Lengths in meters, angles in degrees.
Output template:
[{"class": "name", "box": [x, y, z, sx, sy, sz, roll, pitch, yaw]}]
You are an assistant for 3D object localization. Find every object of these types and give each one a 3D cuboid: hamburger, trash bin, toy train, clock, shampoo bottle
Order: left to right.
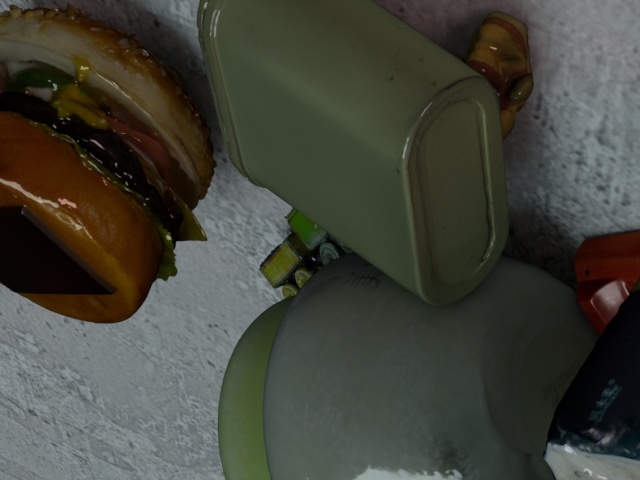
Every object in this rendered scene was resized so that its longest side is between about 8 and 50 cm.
[{"class": "hamburger", "box": [-0.236, -0.077, 1.542, 0.291, 0.225, 0.291, 24, 153, 13]}, {"class": "toy train", "box": [0.000, 0.000, 1.570, 0.081, 0.060, 0.202, 51, 148, 6]}, {"class": "trash bin", "box": [0.028, -0.091, 1.308, 0.247, 0.121, 0.243, 39, 154, 35]}, {"class": "shampoo bottle", "box": [0.095, 0.162, 1.449, 0.317, 0.322, 0.322, -7, 128, 38]}, {"class": "clock", "box": [0.296, 0.047, 1.360, 0.155, 0.061, 0.113, -11, 124, 47]}]

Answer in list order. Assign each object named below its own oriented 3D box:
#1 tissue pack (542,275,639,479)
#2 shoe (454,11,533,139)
[{"class": "tissue pack", "box": [0.348, 0.077, 1.015, 0.253, 0.416, 0.264, 2, 135, 42]}, {"class": "shoe", "box": [0.130, -0.124, 1.285, 0.072, 0.069, 0.109, 32, 146, 7]}]
